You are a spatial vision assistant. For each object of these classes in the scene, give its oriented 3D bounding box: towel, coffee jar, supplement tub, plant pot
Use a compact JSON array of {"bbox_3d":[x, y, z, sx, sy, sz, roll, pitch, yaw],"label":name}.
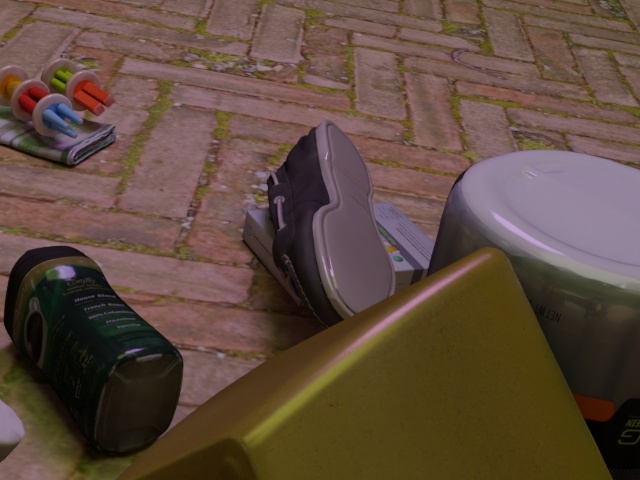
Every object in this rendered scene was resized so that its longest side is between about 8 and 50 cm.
[{"bbox_3d":[-0.334,-0.135,1.357,0.152,0.023,0.113,19,26,13],"label":"towel"},{"bbox_3d":[-0.188,0.081,0.915,0.079,0.096,0.184,-7,33,-39],"label":"coffee jar"},{"bbox_3d":[0.143,0.117,0.742,0.193,0.316,0.193,9,27,-5],"label":"supplement tub"},{"bbox_3d":[0.012,0.154,0.608,0.187,0.212,0.212,-17,80,-43],"label":"plant pot"}]

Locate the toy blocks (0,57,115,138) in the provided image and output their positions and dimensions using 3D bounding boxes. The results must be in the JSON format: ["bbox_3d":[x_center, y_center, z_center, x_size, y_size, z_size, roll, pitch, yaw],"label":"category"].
[{"bbox_3d":[-0.301,-0.164,1.345,0.123,0.054,0.148,-17,37,-40],"label":"toy blocks"}]

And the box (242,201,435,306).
[{"bbox_3d":[0.030,0.011,1.211,0.186,0.038,0.145,-5,32,-29],"label":"box"}]

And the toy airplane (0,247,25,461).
[{"bbox_3d":[-0.255,0.104,0.537,0.386,0.272,0.384,6,55,-41],"label":"toy airplane"}]

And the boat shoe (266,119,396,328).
[{"bbox_3d":[0.000,0.000,1.103,0.112,0.095,0.335,42,23,-24],"label":"boat shoe"}]
